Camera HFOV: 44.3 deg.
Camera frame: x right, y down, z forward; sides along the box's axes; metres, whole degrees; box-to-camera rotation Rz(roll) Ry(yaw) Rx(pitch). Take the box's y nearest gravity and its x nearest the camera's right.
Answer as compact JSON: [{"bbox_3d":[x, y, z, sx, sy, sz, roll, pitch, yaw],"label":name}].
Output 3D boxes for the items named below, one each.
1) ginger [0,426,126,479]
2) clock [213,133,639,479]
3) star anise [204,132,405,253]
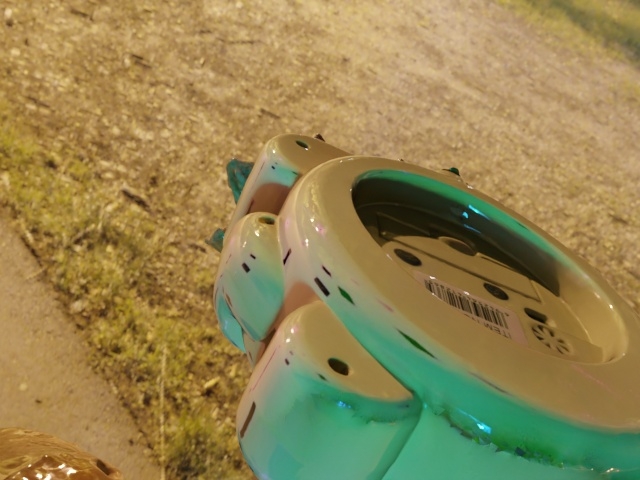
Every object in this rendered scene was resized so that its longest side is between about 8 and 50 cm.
[{"bbox_3d":[-0.256,0.236,0.578,0.130,0.276,0.221,61,10,-20],"label":"ginger"},{"bbox_3d":[0.075,0.056,0.465,0.284,0.114,0.309,24,23,-11],"label":"clock"},{"bbox_3d":[-0.016,-0.004,0.736,0.197,0.212,0.073,0,41,10],"label":"star anise"}]
